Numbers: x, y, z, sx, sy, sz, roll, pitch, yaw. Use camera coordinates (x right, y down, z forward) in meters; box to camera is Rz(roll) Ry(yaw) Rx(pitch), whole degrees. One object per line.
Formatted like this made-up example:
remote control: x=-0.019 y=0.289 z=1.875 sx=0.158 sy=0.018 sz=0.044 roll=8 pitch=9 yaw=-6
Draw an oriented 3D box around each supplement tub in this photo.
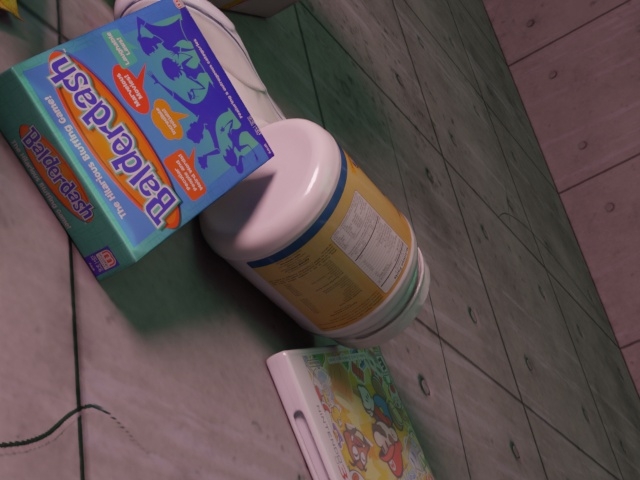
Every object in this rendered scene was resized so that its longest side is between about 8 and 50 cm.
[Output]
supplement tub: x=0.000 y=0.000 z=0.979 sx=0.200 sy=0.144 sz=0.144 roll=45 pitch=27 yaw=-40

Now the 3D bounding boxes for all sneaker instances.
sneaker: x=-0.094 y=-0.132 z=0.992 sx=0.258 sy=0.094 sz=0.091 roll=45 pitch=22 yaw=-40

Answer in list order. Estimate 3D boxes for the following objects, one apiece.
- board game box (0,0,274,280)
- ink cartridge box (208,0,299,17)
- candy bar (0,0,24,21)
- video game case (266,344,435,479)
board game box: x=-0.138 y=-0.087 z=0.822 sx=0.160 sy=0.047 sz=0.210 roll=59 pitch=37 yaw=-11
ink cartridge box: x=-0.072 y=-0.396 z=1.228 sx=0.198 sy=0.197 sz=0.270 roll=64 pitch=20 yaw=2
candy bar: x=-0.266 y=-0.241 z=0.824 sx=0.040 sy=0.018 sz=0.161 roll=13 pitch=53 yaw=-65
video game case: x=0.044 y=0.196 z=1.012 sx=0.227 sy=0.026 sz=0.206 roll=7 pitch=58 yaw=-66
